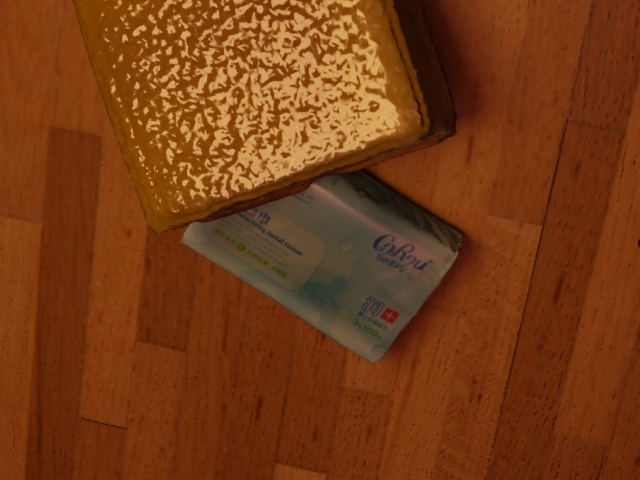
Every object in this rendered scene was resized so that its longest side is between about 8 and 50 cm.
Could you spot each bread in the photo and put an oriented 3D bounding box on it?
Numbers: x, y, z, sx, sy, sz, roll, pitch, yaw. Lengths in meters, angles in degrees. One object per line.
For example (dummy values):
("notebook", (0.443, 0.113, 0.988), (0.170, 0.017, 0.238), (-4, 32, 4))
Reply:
("bread", (-0.065, -0.208, 1.535), (0.324, 0.143, 0.333), (-18, 92, 15))

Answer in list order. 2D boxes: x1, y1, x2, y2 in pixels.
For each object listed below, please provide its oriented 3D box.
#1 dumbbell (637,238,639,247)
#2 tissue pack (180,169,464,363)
("dumbbell", (0.373, -0.015, 1.628), (0.040, 0.036, 0.083), (34, 116, -2))
("tissue pack", (0.000, 0.000, 1.683), (0.263, 0.089, 0.177), (32, 114, -5))
